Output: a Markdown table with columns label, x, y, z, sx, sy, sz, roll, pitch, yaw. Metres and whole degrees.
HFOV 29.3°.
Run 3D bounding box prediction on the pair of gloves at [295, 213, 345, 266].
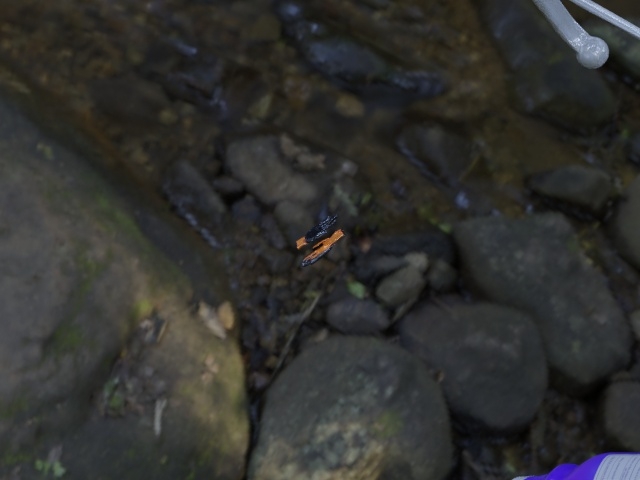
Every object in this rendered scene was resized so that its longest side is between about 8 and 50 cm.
| label | x | y | z | sx | sy | sz | roll | pitch | yaw |
| --- | --- | --- | --- | --- | --- | --- | --- | --- | --- |
| pair of gloves | 0.000 | 0.000 | 1.673 | 0.010 | 0.074 | 0.083 | 47 | 11 | -26 |

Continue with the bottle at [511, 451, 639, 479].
| label | x | y | z | sx | sy | sz | roll | pitch | yaw |
| --- | --- | --- | --- | --- | --- | --- | --- | --- | --- |
| bottle | 0.299 | 0.270 | 1.212 | 0.092 | 0.283 | 0.118 | 36 | 62 | -26 |

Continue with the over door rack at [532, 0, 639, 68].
| label | x | y | z | sx | sy | sz | roll | pitch | yaw |
| --- | --- | --- | --- | --- | --- | --- | --- | --- | --- |
| over door rack | 0.260 | -0.206 | 0.769 | 0.324 | 0.239 | 0.108 | 35 | 0 | 32 |
